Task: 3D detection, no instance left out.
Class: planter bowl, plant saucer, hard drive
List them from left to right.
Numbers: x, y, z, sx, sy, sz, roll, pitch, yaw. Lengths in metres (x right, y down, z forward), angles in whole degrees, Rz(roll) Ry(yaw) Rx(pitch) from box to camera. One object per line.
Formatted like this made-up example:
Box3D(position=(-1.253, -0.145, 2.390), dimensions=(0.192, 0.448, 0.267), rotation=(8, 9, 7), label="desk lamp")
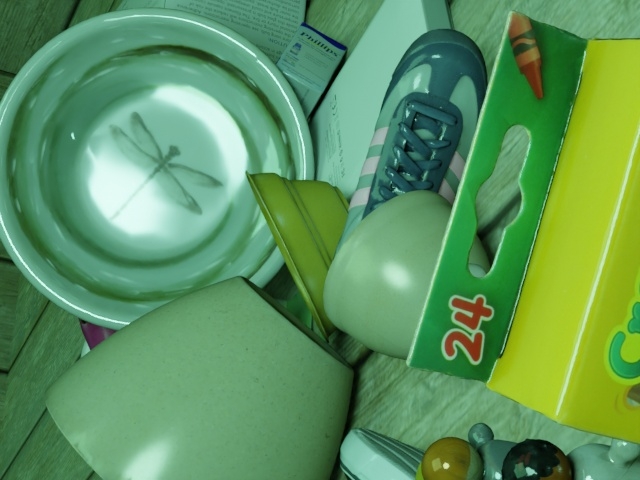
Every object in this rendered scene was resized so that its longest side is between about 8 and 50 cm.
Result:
Box3D(position=(-0.209, -0.084, 1.679), dimensions=(0.100, 0.400, 0.401), rotation=(136, 147, -85), label="plant saucer")
Box3D(position=(0.000, 0.000, 1.529), dimensions=(0.217, 0.090, 0.217), rotation=(64, 177, 5), label="planter bowl")
Box3D(position=(0.064, -0.161, 1.598), dimensions=(0.307, 0.040, 0.203), rotation=(-55, 30, 41), label="hard drive")
Box3D(position=(0.099, 0.049, 1.259), dimensions=(0.109, 0.162, 0.162), rotation=(42, 118, 35), label="planter bowl")

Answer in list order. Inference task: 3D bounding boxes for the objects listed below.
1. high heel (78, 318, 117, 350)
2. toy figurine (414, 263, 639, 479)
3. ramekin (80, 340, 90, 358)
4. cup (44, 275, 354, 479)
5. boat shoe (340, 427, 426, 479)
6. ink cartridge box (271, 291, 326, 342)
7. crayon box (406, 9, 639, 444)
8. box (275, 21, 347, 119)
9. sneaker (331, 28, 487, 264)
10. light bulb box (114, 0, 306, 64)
Box3D(position=(-0.333, 0.017, 1.746), dimensions=(0.127, 0.181, 0.377), rotation=(-35, 61, 36), label="high heel")
Box3D(position=(0.170, 0.115, 1.022), dimensions=(0.213, 0.148, 0.210), rotation=(-8, 69, 66), label="toy figurine")
Box3D(position=(-0.218, 0.174, 1.864), dimensions=(0.109, 0.207, 0.207), rotation=(-22, 56, 52), label="ramekin")
Box3D(position=(-0.101, 0.180, 1.482), dimensions=(0.237, 0.331, 0.331), rotation=(-50, 24, 1), label="cup")
Box3D(position=(0.091, 0.265, 1.154), dimensions=(0.119, 0.121, 0.335), rotation=(-68, 25, 7), label="boat shoe")
Box3D(position=(-0.064, 0.145, 1.701), dimensions=(0.235, 0.056, 0.171), rotation=(132, 146, -53), label="ink cartridge box")
Box3D(position=(0.223, 0.017, 0.727), dimensions=(0.081, 0.318, 0.202), rotation=(-159, 83, -68), label="crayon box")
Box3D(position=(-0.036, -0.195, 1.759), dimensions=(0.126, 0.072, 0.137), rotation=(-58, 3, 36), label="box")
Box3D(position=(0.090, -0.049, 1.341), dimensions=(0.131, 0.112, 0.319), rotation=(-75, 0, -67), label="sneaker")
Box3D(position=(-0.201, -0.203, 2.016), dimensions=(0.358, 0.225, 0.361), rotation=(-32, 49, 60), label="light bulb box")
